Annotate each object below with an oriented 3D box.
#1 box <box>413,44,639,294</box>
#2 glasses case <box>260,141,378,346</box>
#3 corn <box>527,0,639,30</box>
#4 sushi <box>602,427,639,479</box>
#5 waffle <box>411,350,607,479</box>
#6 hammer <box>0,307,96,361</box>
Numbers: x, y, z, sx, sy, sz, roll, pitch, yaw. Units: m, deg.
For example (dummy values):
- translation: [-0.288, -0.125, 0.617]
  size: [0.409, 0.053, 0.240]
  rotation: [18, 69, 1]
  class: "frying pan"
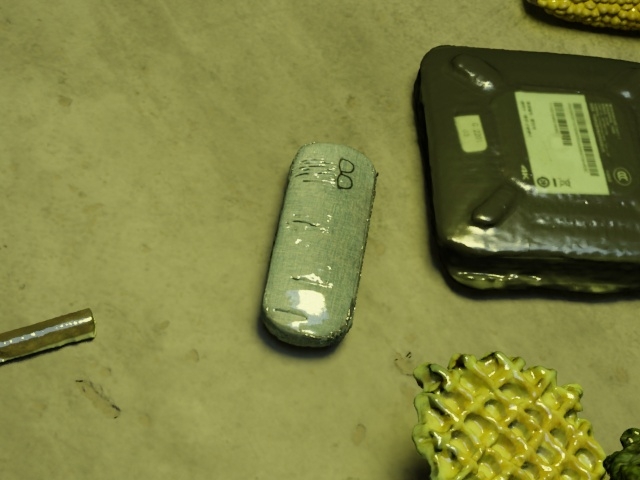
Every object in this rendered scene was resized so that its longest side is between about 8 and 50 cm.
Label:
- translation: [0.299, -0.097, 1.602]
  size: [0.350, 0.091, 0.359]
  rotation: [3, 54, -10]
  class: "box"
- translation: [0.000, 0.000, 1.492]
  size: [0.109, 0.067, 0.282]
  rotation: [12, 54, -1]
  class: "glasses case"
- translation: [0.460, -0.357, 1.785]
  size: [0.347, 0.130, 0.130]
  rotation: [1, 57, -6]
  class: "corn"
- translation: [0.423, 0.236, 1.197]
  size: [0.294, 0.352, 0.178]
  rotation: [-20, 87, 11]
  class: "sushi"
- translation: [0.191, 0.207, 1.290]
  size: [0.223, 0.054, 0.204]
  rotation: [8, 54, -23]
  class: "waffle"
- translation: [-0.382, 0.127, 1.357]
  size: [0.297, 0.027, 0.125]
  rotation: [-15, 66, -19]
  class: "hammer"
